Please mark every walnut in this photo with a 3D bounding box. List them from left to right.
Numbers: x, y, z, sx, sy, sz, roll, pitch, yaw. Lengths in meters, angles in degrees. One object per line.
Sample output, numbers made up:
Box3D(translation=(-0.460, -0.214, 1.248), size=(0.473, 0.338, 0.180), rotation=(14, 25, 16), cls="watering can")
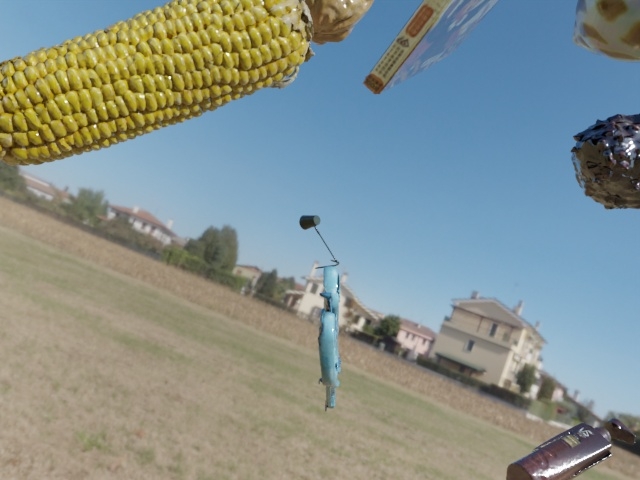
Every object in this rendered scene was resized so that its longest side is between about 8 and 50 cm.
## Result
Box3D(translation=(0.022, -0.540, 1.181), size=(0.198, 0.245, 0.198), rotation=(30, -10, 6), cls="walnut")

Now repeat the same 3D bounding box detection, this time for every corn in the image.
Box3D(translation=(-0.145, -0.146, 0.477), size=(0.106, 0.293, 0.106), rotation=(60, -14, 26), cls="corn")

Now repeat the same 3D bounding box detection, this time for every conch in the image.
Box3D(translation=(0.650, -0.463, 1.129), size=(0.249, 0.197, 0.368), rotation=(22, 24, -6), cls="conch")

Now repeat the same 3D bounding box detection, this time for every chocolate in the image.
Box3D(translation=(0.417, -0.117, 0.775), size=(0.156, 0.156, 0.133), rotation=(15, 7, 41), cls="chocolate")

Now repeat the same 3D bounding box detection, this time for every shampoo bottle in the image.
Box3D(translation=(0.401, 0.339, 0.878), size=(0.236, 0.067, 0.068), rotation=(-14, 52, -28), cls="shampoo bottle")

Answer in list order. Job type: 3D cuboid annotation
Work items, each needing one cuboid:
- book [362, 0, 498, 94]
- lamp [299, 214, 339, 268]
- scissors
Box3D(translation=(0.251, -0.390, 0.746), size=(0.039, 0.300, 0.428), rotation=(48, -45, 4), cls="book")
Box3D(translation=(0.000, -0.001, 1.177), size=(0.054, 0.121, 0.041), rotation=(-11, 15, 46), cls="lamp")
Box3D(translation=(0.018, 0.195, 0.910), size=(0.032, 0.180, 0.393), rotation=(2, -38, 3), cls="scissors")
